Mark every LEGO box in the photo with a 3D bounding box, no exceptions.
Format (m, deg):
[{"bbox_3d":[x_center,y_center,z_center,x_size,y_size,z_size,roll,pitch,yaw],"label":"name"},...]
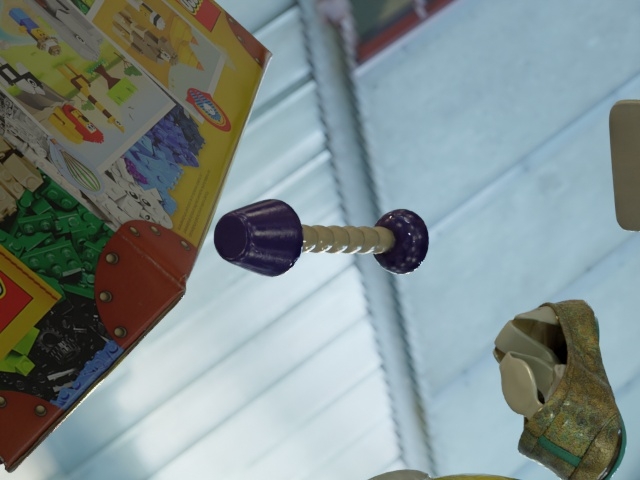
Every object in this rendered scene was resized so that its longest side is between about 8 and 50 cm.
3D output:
[{"bbox_3d":[-0.255,-0.120,1.351,0.372,0.193,0.500,41,20,-12],"label":"LEGO box"}]

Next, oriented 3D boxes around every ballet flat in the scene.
[{"bbox_3d":[0.233,0.134,1.900,0.123,0.123,0.348,59,11,-19],"label":"ballet flat"}]

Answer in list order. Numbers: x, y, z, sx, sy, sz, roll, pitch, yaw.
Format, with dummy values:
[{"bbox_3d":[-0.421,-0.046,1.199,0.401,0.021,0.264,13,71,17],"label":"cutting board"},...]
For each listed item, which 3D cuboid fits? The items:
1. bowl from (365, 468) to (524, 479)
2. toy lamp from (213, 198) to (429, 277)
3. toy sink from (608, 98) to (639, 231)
[{"bbox_3d":[0.075,0.265,1.386,0.156,0.289,0.289,55,-11,40],"label":"bowl"},{"bbox_3d":[0.000,0.000,1.853,0.274,0.080,0.080,5,33,-51],"label":"toy lamp"},{"bbox_3d":[0.446,-0.097,2.004,0.234,0.131,0.153,2,-66,24],"label":"toy sink"}]
